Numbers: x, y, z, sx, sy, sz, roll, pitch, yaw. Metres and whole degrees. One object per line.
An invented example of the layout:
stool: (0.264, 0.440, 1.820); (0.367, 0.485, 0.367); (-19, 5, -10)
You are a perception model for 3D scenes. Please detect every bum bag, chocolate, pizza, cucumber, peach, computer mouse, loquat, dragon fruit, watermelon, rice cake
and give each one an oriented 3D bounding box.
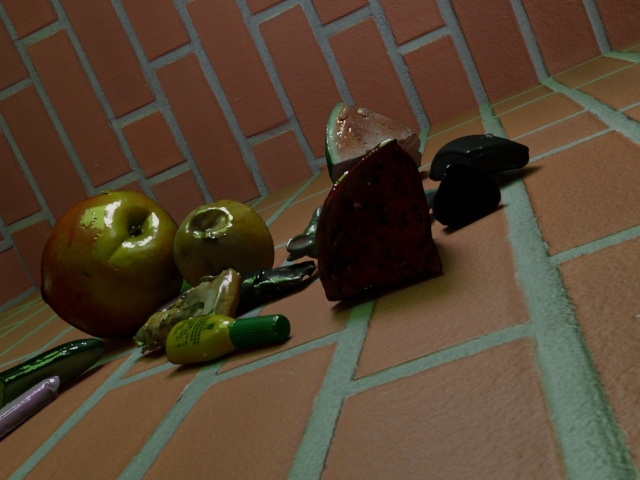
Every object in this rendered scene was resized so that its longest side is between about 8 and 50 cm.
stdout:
bum bag: (-0.126, 0.095, 1.676); (0.248, 0.069, 0.102); (-21, -5, 7)
chocolate: (0.278, -0.089, 1.597); (0.148, 0.125, 0.080); (-30, -6, -10)
pizza: (-0.277, 0.152, 1.602); (0.297, 0.071, 0.189); (-22, 35, 40)
cucumber: (-0.589, 0.275, 1.698); (0.243, 0.063, 0.115); (-23, -33, -31)
peach: (-0.514, 0.061, 1.927); (0.370, 0.370, 0.370); (-23, 10, 4)
computer mouse: (0.366, -0.202, 1.859); (0.170, 0.100, 0.269); (-10, 1, -18)
loquat: (-0.221, 0.027, 1.816); (0.243, 0.244, 0.244); (-23, 10, 4)
dragon fruit: (0.138, -0.002, 1.422); (0.302, 0.240, 0.330); (-49, -20, 15)
watermelon: (0.131, -0.293, 2.351); (0.319, 0.222, 0.292); (-27, -19, -9)
rice cake: (-0.613, 0.347, 1.552); (0.055, 0.049, 0.270); (-4, 17, 25)

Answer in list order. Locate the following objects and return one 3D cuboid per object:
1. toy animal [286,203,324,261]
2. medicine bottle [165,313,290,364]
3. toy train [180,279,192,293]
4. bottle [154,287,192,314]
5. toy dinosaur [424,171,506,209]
toy animal: (0.010, -0.001, 1.746); (0.108, 0.138, 0.236); (6, 30, 16)
medicine bottle: (-0.168, 0.169, 1.392); (0.260, 0.064, 0.095); (-13, 39, 34)
toy train: (-0.410, 0.149, 2.123); (0.209, 0.044, 0.042); (-31, 12, -35)
bottle: (-0.340, 0.161, 1.869); (0.053, 0.053, 0.140); (-18, 12, 30)
toy dinosaur: (0.218, -0.066, 1.689); (0.330, 0.129, 0.383); (-10, 16, 23)
